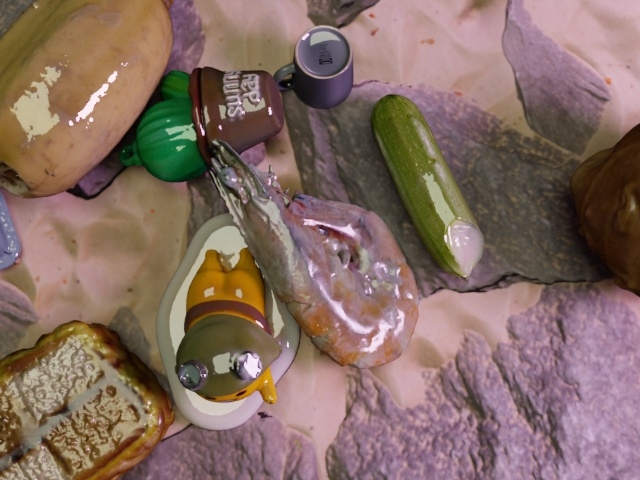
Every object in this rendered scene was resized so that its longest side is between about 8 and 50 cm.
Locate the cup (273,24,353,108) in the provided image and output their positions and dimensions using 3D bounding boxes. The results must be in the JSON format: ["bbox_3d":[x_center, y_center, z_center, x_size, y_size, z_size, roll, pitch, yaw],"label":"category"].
[{"bbox_3d":[-0.008,-0.205,0.820,0.100,0.077,0.078,-17,80,-3],"label":"cup"}]

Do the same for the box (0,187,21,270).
[{"bbox_3d":[-0.450,-0.054,0.759,0.162,0.130,0.227,-22,85,-13],"label":"box"}]

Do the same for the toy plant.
[{"bbox_3d":[-0.145,-0.141,0.797,0.200,0.105,0.143,-12,68,9],"label":"toy plant"}]

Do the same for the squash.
[{"bbox_3d":[0.123,-0.065,0.799,0.069,0.069,0.239,-22,79,-5],"label":"squash"}]

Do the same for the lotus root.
[{"bbox_3d":[-0.264,-0.199,0.778,0.169,0.151,0.343,19,67,30],"label":"lotus root"}]

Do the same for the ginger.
[{"bbox_3d":[0.414,-0.024,0.733,0.269,0.200,0.223,24,115,-33],"label":"ginger"}]

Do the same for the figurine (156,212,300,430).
[{"bbox_3d":[-0.107,0.078,0.732,0.166,0.141,0.250,-3,79,0],"label":"figurine"}]

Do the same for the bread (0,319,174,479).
[{"bbox_3d":[-0.283,0.192,0.733,0.222,0.096,0.181,-36,84,-7],"label":"bread"}]

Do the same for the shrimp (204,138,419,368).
[{"bbox_3d":[0.000,0.000,0.763,0.164,0.062,0.317,-43,97,-32],"label":"shrimp"}]
